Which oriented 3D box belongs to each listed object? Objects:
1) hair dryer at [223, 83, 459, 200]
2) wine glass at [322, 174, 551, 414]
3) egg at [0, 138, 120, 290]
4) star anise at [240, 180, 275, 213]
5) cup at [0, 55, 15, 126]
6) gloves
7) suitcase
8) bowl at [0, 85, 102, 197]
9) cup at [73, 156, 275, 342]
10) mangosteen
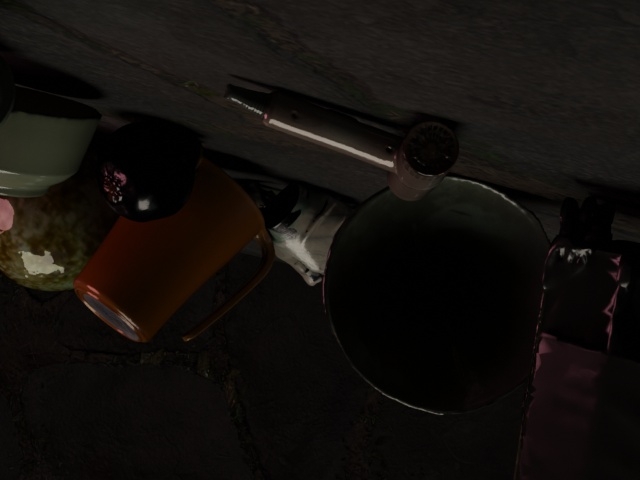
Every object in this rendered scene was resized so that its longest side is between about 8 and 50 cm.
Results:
[{"bbox_3d":[0.015,-0.095,1.118,0.220,0.053,0.195,15,175,1],"label":"hair dryer"},{"bbox_3d":[0.138,0.058,1.461,0.267,0.267,0.406,15,180,1],"label":"wine glass"},{"bbox_3d":[-0.399,-0.054,1.713,0.238,0.238,0.289,18,-165,-33],"label":"egg"},{"bbox_3d":[-0.141,-0.067,1.834,0.208,0.063,0.172,9,177,20],"label":"star anise"},{"bbox_3d":[-0.384,-0.168,1.180,0.120,0.120,0.141,14,164,8],"label":"cup"},{"bbox_3d":[0.006,0.000,1.722,0.212,0.127,0.111,35,172,-36],"label":"gloves"},{"bbox_3d":[0.339,0.186,1.163,0.283,0.434,0.194,12,-172,30],"label":"suitcase"},{"bbox_3d":[-0.368,-0.117,1.359,0.211,0.112,0.211,11,-167,-3],"label":"bowl"},{"bbox_3d":[-0.196,0.018,1.620,0.226,0.264,0.182,42,162,-14],"label":"cup"},{"bbox_3d":[-0.209,-0.093,1.480,0.137,0.137,0.151,10,-153,42],"label":"mangosteen"}]
